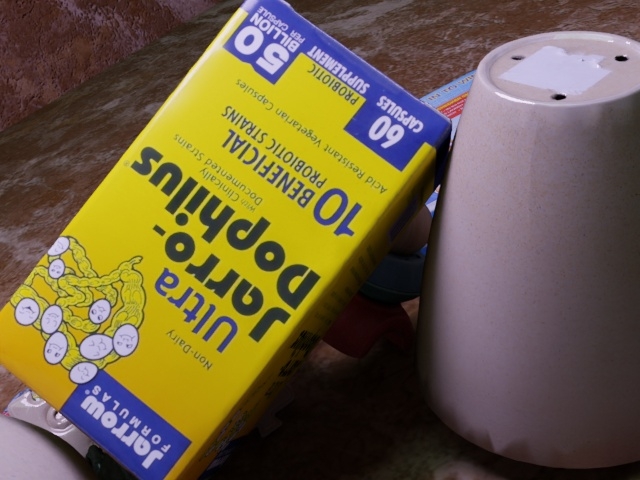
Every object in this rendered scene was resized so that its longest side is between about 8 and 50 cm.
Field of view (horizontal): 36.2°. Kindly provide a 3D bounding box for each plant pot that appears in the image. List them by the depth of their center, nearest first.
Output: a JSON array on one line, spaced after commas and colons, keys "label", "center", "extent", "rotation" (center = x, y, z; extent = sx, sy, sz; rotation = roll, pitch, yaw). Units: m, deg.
[{"label": "plant pot", "center": [0.190, -0.011, 0.765], "extent": [0.256, 0.274, 0.256], "rotation": [-7, 34, 4]}]

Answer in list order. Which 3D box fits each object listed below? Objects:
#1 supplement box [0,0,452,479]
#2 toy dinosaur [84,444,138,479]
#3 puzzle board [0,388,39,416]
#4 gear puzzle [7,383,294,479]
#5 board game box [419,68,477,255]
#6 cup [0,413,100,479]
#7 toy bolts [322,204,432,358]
[{"label": "supplement box", "center": [-0.072, 0.007, 0.823], "extent": [0.356, 0.194, 0.195], "rotation": [-53, -9, -3]}, {"label": "toy dinosaur", "center": [-0.167, 0.203, 0.861], "extent": [0.268, 0.118, 0.064], "rotation": [40, 67, 13]}, {"label": "puzzle board", "center": [-0.348, 0.201, 1.141], "extent": [0.096, 0.011, 0.128], "rotation": [-22, 18, 25]}, {"label": "gear puzzle", "center": [-0.199, 0.193, 0.953], "extent": [0.339, 0.175, 0.044], "rotation": [-33, -17, -19]}, {"label": "board game box", "center": [0.164, -0.090, 1.207], "extent": [0.308, 0.086, 0.302], "rotation": [-28, 26, -8]}, {"label": "cup", "center": [-0.288, 0.258, 0.738], "extent": [0.331, 0.331, 0.237], "rotation": [-14, 5, 20]}, {"label": "toy bolts", "center": [0.000, 0.000, 0.976], "extent": [0.228, 0.158, 0.218], "rotation": [30, 21, 34]}]
